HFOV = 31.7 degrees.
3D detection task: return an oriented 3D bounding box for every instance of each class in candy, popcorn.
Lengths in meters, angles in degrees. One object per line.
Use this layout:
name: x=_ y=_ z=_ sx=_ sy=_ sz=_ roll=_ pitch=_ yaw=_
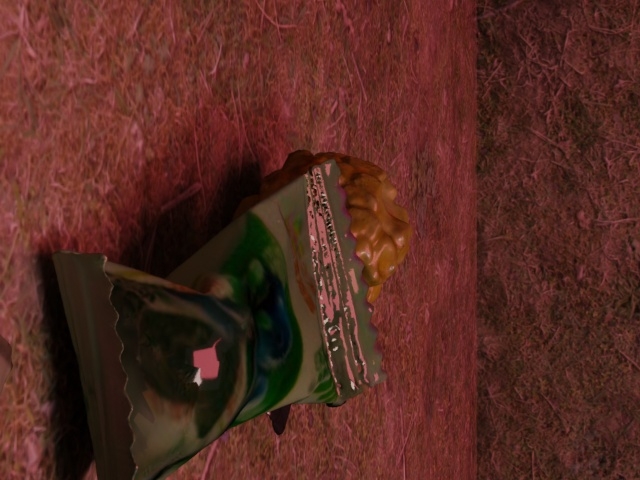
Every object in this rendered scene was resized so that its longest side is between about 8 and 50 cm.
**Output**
candy: x=-0.078 y=0.085 z=1.093 sx=0.397 sy=0.172 sz=0.263 roll=-21 pitch=111 yaw=-42
popcorn: x=-0.009 y=-0.007 z=1.338 sx=0.235 sy=0.217 sz=0.181 roll=-37 pitch=162 yaw=-35

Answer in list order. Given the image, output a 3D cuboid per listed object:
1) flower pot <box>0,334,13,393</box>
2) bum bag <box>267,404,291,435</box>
flower pot: x=-0.287 y=0.102 z=0.522 sx=0.209 sy=0.239 sz=0.190 roll=35 pitch=54 yaw=-31
bum bag: x=-0.049 y=0.135 z=1.426 sx=0.248 sy=0.060 sz=0.123 roll=-59 pitch=146 yaw=-58
